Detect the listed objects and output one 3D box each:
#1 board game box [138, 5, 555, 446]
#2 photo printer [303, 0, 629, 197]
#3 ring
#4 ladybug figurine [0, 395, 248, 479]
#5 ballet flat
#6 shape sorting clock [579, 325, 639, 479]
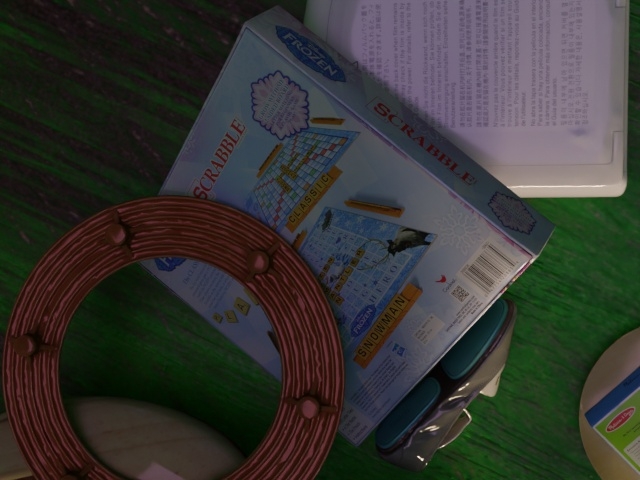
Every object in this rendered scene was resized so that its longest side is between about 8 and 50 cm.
[{"bbox_3d":[0.000,0.000,0.932,0.318,0.066,0.319,40,129,5],"label":"board game box"},{"bbox_3d":[0.134,-0.167,0.935,0.307,0.107,0.256,-1,98,12],"label":"photo printer"},{"bbox_3d":[-0.145,0.124,0.908,0.336,0.032,0.336,0,89,9],"label":"ring"},{"bbox_3d":[-0.245,0.309,1.031,0.449,0.162,0.305,-12,93,12],"label":"ladybug figurine"},{"bbox_3d":[0.141,0.150,0.997,0.068,0.072,0.213,34,103,-22],"label":"ballet flat"},{"bbox_3d":[0.361,0.176,0.960,0.206,0.040,0.206,2,100,11],"label":"shape sorting clock"}]
